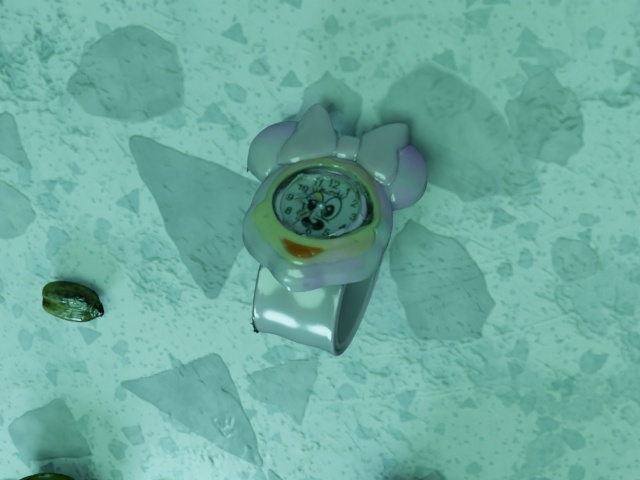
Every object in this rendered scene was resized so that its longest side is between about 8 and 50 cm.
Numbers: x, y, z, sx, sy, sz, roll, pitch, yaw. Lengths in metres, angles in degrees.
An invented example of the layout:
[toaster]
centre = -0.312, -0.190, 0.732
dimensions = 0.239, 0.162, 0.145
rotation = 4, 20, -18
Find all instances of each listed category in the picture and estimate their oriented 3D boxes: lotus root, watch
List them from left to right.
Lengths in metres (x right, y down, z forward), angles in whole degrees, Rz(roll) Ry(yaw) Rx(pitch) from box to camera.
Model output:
[lotus root]
centre = -0.338, 0.086, 1.600
dimensions = 0.099, 0.049, 0.054
rotation = 13, 109, 15
[watch]
centre = 0.000, 0.000, 1.369
dimensions = 0.210, 0.248, 0.218
rotation = 16, 145, 11

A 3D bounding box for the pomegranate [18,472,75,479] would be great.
[pomegranate]
centre = -0.396, 0.445, 1.724
dimensions = 0.156, 0.156, 0.220
rotation = -26, 89, 28
